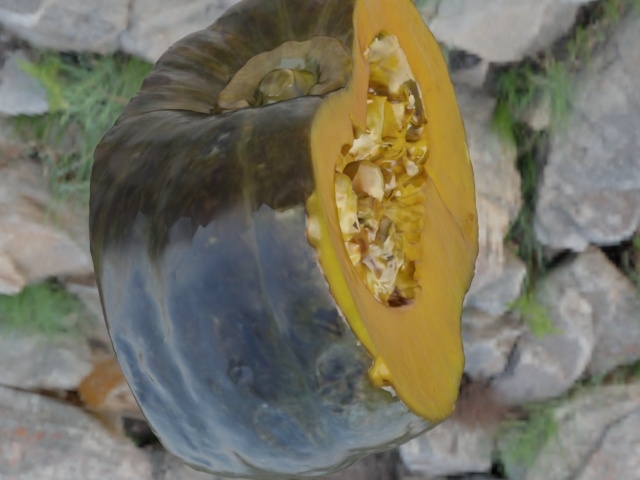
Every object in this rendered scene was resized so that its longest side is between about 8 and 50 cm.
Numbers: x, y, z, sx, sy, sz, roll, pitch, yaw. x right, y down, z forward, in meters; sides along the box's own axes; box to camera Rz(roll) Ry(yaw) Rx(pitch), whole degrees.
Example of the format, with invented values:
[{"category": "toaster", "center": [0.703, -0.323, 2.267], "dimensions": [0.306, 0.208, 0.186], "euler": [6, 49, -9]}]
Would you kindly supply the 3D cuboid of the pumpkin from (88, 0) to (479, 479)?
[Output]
[{"category": "pumpkin", "center": [0.000, 0.000, 0.682], "dimensions": [0.139, 0.317, 0.222], "euler": [-16, 118, 16]}]
